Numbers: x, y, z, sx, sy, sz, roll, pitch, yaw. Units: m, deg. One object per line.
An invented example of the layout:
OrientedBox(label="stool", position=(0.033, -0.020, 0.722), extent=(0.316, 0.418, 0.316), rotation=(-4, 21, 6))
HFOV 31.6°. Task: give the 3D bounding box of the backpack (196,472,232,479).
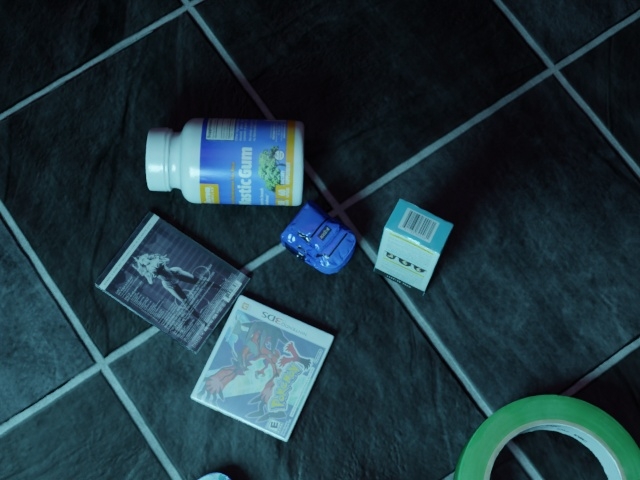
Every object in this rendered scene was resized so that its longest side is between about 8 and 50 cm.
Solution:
OrientedBox(label="backpack", position=(-0.170, 0.440, 1.847), extent=(0.105, 0.084, 0.114), rotation=(-27, 73, -12))

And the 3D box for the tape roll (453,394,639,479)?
OrientedBox(label="tape roll", position=(0.382, 0.419, 1.874), extent=(0.321, 0.077, 0.321), rotation=(0, 72, -1))

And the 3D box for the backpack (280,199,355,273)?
OrientedBox(label="backpack", position=(0.000, 0.000, 1.983), extent=(0.120, 0.101, 0.098), rotation=(38, 82, 6))

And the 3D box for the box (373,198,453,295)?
OrientedBox(label="box", position=(0.154, 0.015, 1.905), extent=(0.100, 0.244, 0.060), rotation=(26, 73, 7))

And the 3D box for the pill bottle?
OrientedBox(label="pill bottle", position=(-0.165, -0.139, 1.993), extent=(0.272, 0.152, 0.152), rotation=(1, 73, -1))

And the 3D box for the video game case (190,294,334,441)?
OrientedBox(label="video game case", position=(-0.099, 0.218, 1.950), extent=(0.183, 0.023, 0.201), rotation=(23, 74, 6))

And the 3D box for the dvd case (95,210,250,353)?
OrientedBox(label="dvd case", position=(-0.261, 0.073, 1.994), extent=(0.221, 0.018, 0.164), rotation=(33, 76, 8))
